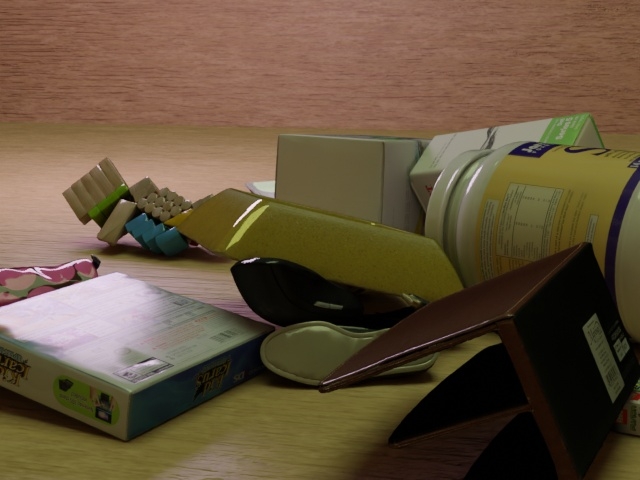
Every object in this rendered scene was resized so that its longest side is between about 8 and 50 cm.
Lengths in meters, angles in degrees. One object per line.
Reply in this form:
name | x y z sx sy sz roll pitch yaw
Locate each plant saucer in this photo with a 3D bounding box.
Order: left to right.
plant saucer | 0.000 0.000 1.564 0.333 0.081 0.333 13 2 -17

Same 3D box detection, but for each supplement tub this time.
supplement tub | 0.329 -0.005 1.545 0.331 0.241 0.241 11 17 41

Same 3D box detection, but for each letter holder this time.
letter holder | 0.156 0.133 1.128 0.214 0.152 0.302 -22 2 27

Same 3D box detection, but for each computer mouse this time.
computer mouse | 0.024 0.083 1.399 0.184 0.060 0.262 -5 -22 34

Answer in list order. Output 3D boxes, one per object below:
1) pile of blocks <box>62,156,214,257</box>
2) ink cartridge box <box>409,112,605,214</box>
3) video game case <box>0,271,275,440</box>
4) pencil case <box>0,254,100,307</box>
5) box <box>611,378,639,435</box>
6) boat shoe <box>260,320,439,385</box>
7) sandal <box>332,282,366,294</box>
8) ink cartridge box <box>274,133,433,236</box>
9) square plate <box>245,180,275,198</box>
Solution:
pile of blocks | -0.289 -0.024 2.060 0.362 0.149 0.112 19 -22 34
ink cartridge box | 0.303 -0.069 1.799 0.273 0.198 0.114 -4 38 38
video game case | -0.226 0.120 1.339 0.244 0.061 0.269 18 19 27
pencil case | -0.399 0.075 1.585 0.209 0.095 0.098 -8 30 -23
box | 0.392 0.163 1.247 0.114 0.036 0.207 7 14 32
boat shoe | 0.033 0.134 1.371 0.206 0.075 0.065 -2 -15 -4
sandal | -0.016 0.060 1.717 0.180 0.049 0.072 0 12 4
ink cartridge box | 0.078 -0.071 1.910 0.198 0.197 0.270 7 8 30
square plate | 0.041 -0.079 2.365 0.347 0.049 0.344 -3 12 -11
